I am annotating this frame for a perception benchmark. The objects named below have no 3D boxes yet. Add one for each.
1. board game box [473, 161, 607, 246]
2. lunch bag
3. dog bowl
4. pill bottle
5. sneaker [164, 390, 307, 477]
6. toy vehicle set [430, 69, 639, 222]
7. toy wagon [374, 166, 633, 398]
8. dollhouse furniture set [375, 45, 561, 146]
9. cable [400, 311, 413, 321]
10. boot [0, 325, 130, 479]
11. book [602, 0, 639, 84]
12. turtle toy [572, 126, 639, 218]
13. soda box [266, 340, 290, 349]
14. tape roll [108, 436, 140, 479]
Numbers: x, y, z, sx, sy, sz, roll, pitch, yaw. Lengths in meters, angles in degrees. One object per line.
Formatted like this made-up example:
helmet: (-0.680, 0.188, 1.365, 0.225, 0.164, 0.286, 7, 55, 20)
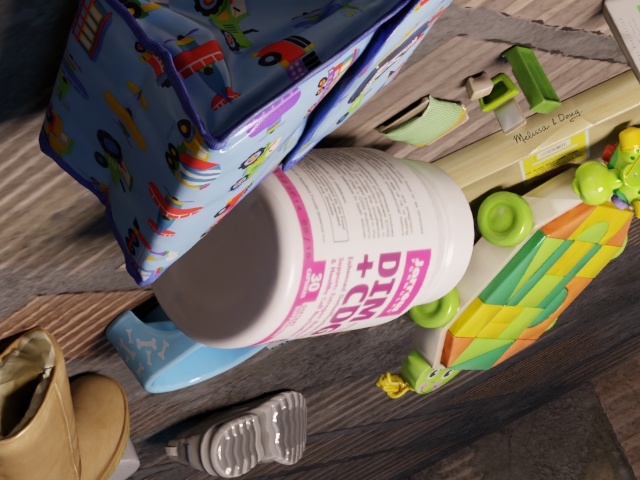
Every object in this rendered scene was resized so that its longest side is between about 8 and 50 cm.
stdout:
board game box: (0.242, -0.040, 1.971, 0.193, 0.045, 0.147, -19, 165, -19)
lunch bag: (-0.017, -0.128, 1.148, 0.293, 0.138, 0.221, -31, 169, -27)
dog bowl: (-0.090, 0.067, 1.767, 0.166, 0.074, 0.297, -8, 159, -48)
pill bottle: (0.000, 0.000, 1.498, 0.160, 0.160, 0.283, -35, 163, 35)
sneaker: (-0.110, 0.263, 2.449, 0.115, 0.105, 0.281, 2, -179, 29)
toy vehicle set: (0.234, -0.094, 1.788, 0.266, 0.035, 0.166, -25, 166, 2)
toy wagon: (0.197, 0.062, 1.910, 0.344, 0.068, 0.267, -50, 153, 19)
dollhouse furniture set: (0.133, -0.106, 1.535, 0.151, 0.059, 0.076, -32, 163, 27)
cable: (0.119, 0.060, 2.061, 0.139, 0.072, 0.287, -8, 175, 20)
boot: (-0.264, 0.173, 1.771, 0.089, 0.236, 0.269, 9, 144, 8)
book: (0.325, -0.186, 1.483, 0.144, 0.096, 0.035, -25, 165, 1)
turtle toy: (0.315, -0.068, 1.780, 0.130, 0.095, 0.066, -13, -177, -34)
soda box: (0.011, 0.053, 1.908, 0.183, 0.058, 0.063, -24, 166, 2)
tape roll: (-0.334, 0.283, 2.145, 0.219, 0.072, 0.219, -23, 165, -7)
